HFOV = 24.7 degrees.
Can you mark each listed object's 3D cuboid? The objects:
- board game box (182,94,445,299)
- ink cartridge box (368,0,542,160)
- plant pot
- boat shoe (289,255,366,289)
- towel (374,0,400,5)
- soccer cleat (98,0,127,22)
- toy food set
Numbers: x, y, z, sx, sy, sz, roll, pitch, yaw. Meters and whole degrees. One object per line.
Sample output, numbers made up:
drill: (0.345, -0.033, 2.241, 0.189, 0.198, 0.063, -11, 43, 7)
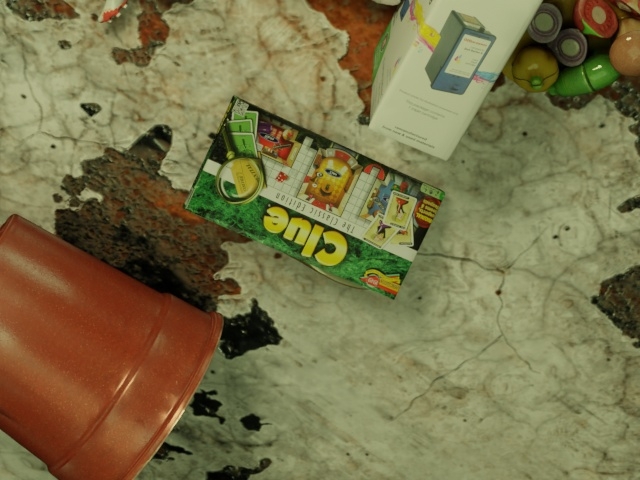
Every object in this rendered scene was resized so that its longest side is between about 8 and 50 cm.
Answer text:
board game box: (-0.005, -0.044, 1.597, 0.260, 0.030, 0.136, 23, 99, -15)
ink cartridge box: (0.130, -0.211, 1.411, 0.093, 0.154, 0.212, 22, 128, -12)
plant pot: (-0.295, 0.122, 1.656, 0.265, 0.272, 0.272, 36, 123, -13)
boat shoe: (0.000, 0.000, 1.650, 0.170, 0.063, 0.059, 28, 101, -24)
towel: (-0.016, -0.355, 1.299, 0.332, 0.053, 0.317, 15, 145, -18)
soccer cleat: (-0.204, -0.255, 1.479, 0.035, 0.029, 0.083, 39, 118, -15)
toy food set: (0.278, -0.203, 1.462, 0.218, 0.071, 0.128, -20, 125, 18)
